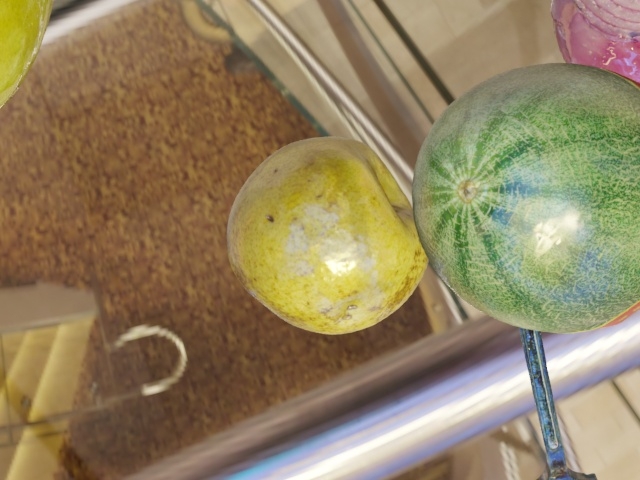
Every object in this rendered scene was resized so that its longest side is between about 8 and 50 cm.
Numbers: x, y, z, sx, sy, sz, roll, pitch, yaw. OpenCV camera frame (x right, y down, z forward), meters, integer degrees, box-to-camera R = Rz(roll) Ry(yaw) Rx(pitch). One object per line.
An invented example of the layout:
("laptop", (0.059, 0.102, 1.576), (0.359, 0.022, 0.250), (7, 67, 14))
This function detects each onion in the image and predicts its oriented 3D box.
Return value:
("onion", (0.321, -0.216, 1.340), (0.200, 0.200, 0.207), (34, 79, -31))

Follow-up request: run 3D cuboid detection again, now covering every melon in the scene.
("melon", (0.168, -0.030, 0.966), (0.182, 0.182, 0.288), (-56, 160, 19))

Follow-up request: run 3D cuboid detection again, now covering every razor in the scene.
("razor", (0.169, 0.105, 1.090), (0.066, 0.033, 0.190), (-11, 92, -2))

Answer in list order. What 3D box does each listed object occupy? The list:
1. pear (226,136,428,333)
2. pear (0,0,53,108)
("pear", (0.000, 0.000, 1.408), (0.197, 0.197, 0.197), (-8, 123, -12))
("pear", (-0.318, -0.208, 1.059), (0.253, 0.307, 0.253), (14, 142, 11))
